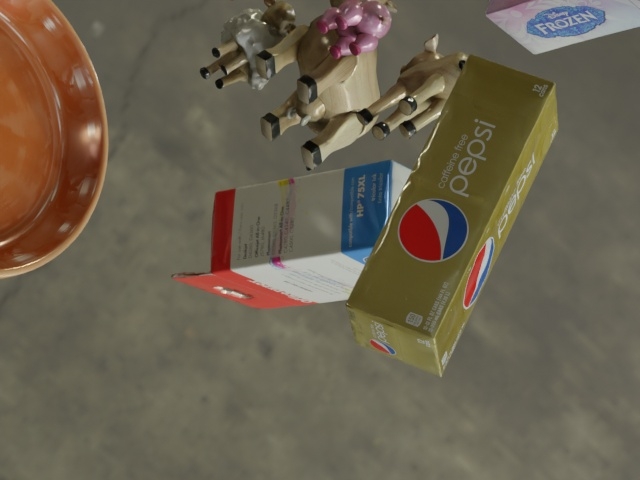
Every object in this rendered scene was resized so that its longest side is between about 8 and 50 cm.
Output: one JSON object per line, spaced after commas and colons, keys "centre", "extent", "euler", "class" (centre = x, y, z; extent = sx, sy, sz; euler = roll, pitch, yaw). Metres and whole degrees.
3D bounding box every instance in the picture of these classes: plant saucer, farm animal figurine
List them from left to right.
{"centre": [-0.089, -0.031, 0.489], "extent": [0.083, 0.013, 0.083], "euler": [16, 67, -42], "class": "plant saucer"}
{"centre": [0.037, -0.212, 2.214], "extent": [0.172, 0.327, 0.330], "euler": [-36, 71, -28], "class": "farm animal figurine"}

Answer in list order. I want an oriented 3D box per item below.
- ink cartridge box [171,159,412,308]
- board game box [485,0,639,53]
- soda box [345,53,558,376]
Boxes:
{"centre": [0.000, 0.000, 1.699], "extent": [0.134, 0.231, 0.078], "euler": [23, 64, -51], "class": "ink cartridge box"}
{"centre": [0.291, -0.314, 1.476], "extent": [0.066, 0.318, 0.318], "euler": [33, 62, -32], "class": "board game box"}
{"centre": [0.080, -0.016, 1.176], "extent": [0.058, 0.061, 0.181], "euler": [20, 69, 17], "class": "soda box"}
